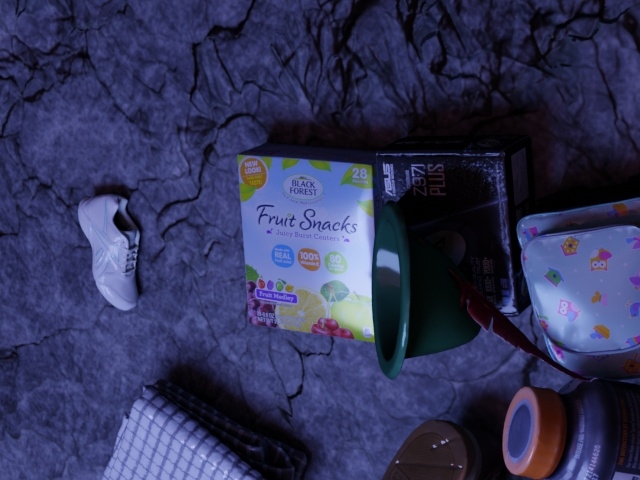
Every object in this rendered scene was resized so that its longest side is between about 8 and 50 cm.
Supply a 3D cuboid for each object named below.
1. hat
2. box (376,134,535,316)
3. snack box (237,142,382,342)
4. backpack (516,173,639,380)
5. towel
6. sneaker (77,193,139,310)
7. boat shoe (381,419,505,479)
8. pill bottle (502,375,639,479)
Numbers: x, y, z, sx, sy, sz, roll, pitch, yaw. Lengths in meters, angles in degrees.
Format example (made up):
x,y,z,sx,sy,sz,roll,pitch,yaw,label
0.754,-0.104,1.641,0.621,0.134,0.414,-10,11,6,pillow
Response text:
x,y,z,sx,sy,sz,roll,pitch,yaw,label
0.156,0.062,1.417,0.184,0.173,0.208,0,70,-8,hat
0.148,-0.018,1.475,0.147,0.077,0.180,3,108,30,box
0.000,0.000,1.570,0.175,0.070,0.207,6,107,29,snack box
0.290,0.048,1.381,0.166,0.144,0.188,-10,108,26,backpack
-0.158,0.332,1.748,0.235,0.121,0.283,31,121,19,towel
-0.252,0.014,1.729,0.061,0.054,0.152,-11,100,29,sneaker
0.097,0.343,1.599,0.123,0.123,0.342,49,117,36,boat shoe
0.305,0.205,1.363,0.246,0.130,0.130,12,118,-13,pill bottle
